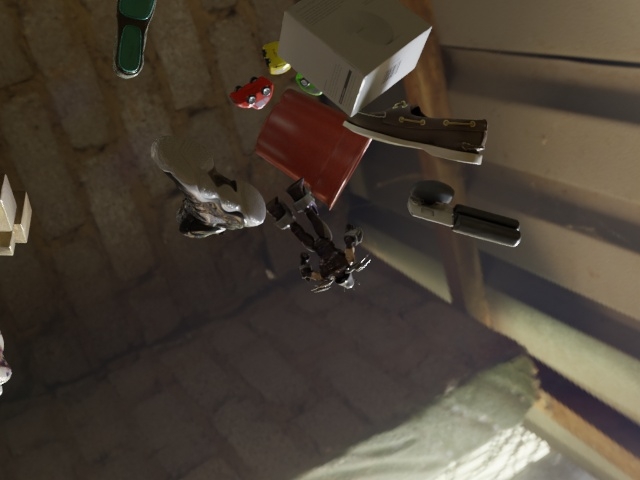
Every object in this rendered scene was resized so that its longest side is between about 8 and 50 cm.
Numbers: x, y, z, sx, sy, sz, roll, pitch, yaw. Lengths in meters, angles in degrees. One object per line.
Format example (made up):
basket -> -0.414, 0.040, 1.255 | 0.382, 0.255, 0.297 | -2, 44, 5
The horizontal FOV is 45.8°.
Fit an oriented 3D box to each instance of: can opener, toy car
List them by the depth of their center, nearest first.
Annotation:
toy car -> -0.062, -0.360, 1.705 | 0.224, 0.239, 0.053 | 9, -41, 20
can opener -> 0.341, -0.066, 1.766 | 0.076, 0.283, 0.095 | -81, -172, -46

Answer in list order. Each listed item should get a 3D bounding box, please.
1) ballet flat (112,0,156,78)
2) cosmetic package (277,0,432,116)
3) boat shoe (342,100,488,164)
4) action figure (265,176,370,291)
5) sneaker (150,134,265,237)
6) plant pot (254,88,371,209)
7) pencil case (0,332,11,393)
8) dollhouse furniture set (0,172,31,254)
ballet flat -> -0.367, -0.419, 1.467 | 0.068, 0.072, 0.213 | 9, -92, 65
cosmetic package -> 0.068, -0.422, 1.600 | 0.224, 0.224, 0.138 | 43, -29, 12
boat shoe -> 0.201, -0.245, 1.628 | 0.324, 0.116, 0.097 | 19, -78, 28
action figure -> 0.000, 0.000, 1.747 | 0.285, 0.185, 0.099 | 54, 13, -8
sneaker -> -0.241, -0.085, 1.429 | 0.268, 0.153, 0.101 | 35, 43, -38
plant pot -> -0.020, -0.267, 2.075 | 0.265, 0.272, 0.272 | 30, -25, 0
pencil case -> -0.620, 0.066, 1.276 | 0.183, 0.159, 0.411 | -5, -90, 36
dollhouse furniture set -> -0.322, -0.050, 0.644 | 0.151, 0.144, 0.123 | 109, -20, -60
